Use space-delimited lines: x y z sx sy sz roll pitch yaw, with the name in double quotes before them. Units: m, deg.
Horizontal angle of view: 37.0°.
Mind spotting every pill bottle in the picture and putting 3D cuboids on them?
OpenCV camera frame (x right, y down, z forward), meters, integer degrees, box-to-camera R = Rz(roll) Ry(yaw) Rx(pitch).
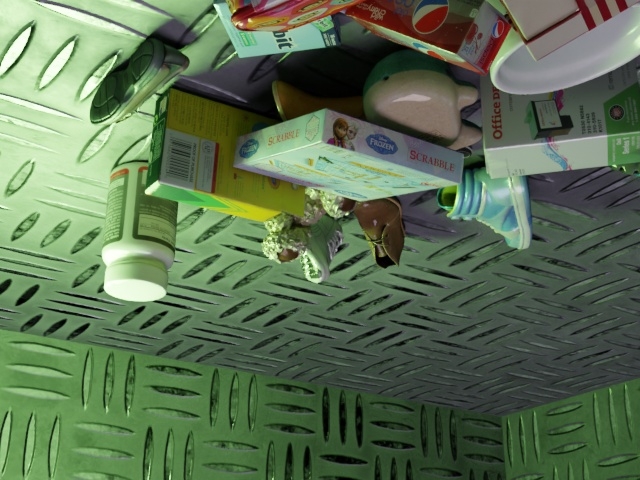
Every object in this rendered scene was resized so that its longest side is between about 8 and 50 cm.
"pill bottle" -0.403 -0.018 2.142 0.161 0.283 0.161 0 156 0

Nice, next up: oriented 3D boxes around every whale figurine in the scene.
"whale figurine" 0.194 -0.255 1.774 0.216 0.141 0.272 -22 148 32

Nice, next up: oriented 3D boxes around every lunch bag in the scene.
"lunch bag" 0.016 -0.402 1.402 0.293 0.120 0.258 -17 -176 24

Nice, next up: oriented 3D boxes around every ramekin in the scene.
"ramekin" 0.384 -0.351 1.496 0.277 0.135 0.277 -13 164 -4

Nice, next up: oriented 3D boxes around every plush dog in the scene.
"plush dog" -0.079 -0.117 2.103 0.262 0.211 0.225 -41 125 17

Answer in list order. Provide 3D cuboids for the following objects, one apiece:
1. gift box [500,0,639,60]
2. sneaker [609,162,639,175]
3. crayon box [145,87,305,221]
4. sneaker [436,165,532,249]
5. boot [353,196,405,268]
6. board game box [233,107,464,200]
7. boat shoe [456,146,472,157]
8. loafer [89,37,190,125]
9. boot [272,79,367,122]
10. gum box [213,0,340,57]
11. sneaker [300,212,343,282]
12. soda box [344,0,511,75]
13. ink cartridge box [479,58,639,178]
"gift box" 0.313 -0.433 1.254 0.255 0.276 0.258 -25 145 20
"sneaker" 0.536 -0.214 1.918 0.340 0.140 0.125 9 -170 23
"crayon box" -0.181 -0.160 1.915 0.318 0.202 0.081 14 158 -28
"sneaker" 0.380 -0.076 2.210 0.208 0.127 0.319 -7 146 11
"boot" 0.149 -0.025 2.336 0.112 0.115 0.305 -6 154 18
"board game box" 0.048 -0.153 1.816 0.318 0.066 0.318 14 168 -33
"boat shoe" 0.268 -0.189 2.053 0.125 0.038 0.046 10 155 -21
"loafer" -0.341 -0.280 1.790 0.084 0.096 0.267 11 153 -37
"boot" 0.054 -0.256 1.851 0.211 0.104 0.295 -17 153 20
"gum box" -0.070 -0.379 1.620 0.184 0.041 0.157 -4 156 11
"sneaker" 0.000 0.000 2.253 0.118 0.292 0.110 -8 119 -4
"soda box" 0.161 -0.340 1.470 0.083 0.092 0.263 22 -172 -45
"ink cartridge box" 0.432 -0.238 1.737 0.278 0.201 0.117 -6 155 14
